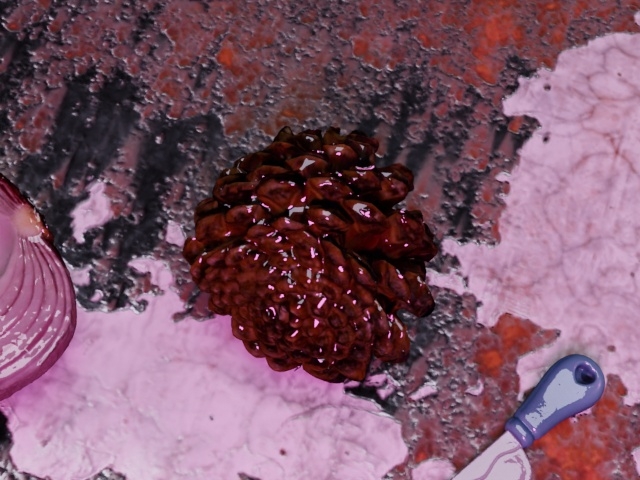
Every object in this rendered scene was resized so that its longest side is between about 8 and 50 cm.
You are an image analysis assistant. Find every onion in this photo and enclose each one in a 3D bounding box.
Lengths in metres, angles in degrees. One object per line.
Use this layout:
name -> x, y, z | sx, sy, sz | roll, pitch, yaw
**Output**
onion -> -0.352, 0.062, 1.137 | 0.283, 0.120, 0.227 | -24, 70, -22

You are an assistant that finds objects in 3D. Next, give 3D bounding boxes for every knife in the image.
knife -> 0.163, 0.191, 1.190 | 0.058, 0.032, 0.244 | 45, 70, 7

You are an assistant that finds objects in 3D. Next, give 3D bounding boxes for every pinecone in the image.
pinecone -> 0.000, 0.000, 1.167 | 0.221, 0.221, 0.221 | 3, 62, -6
